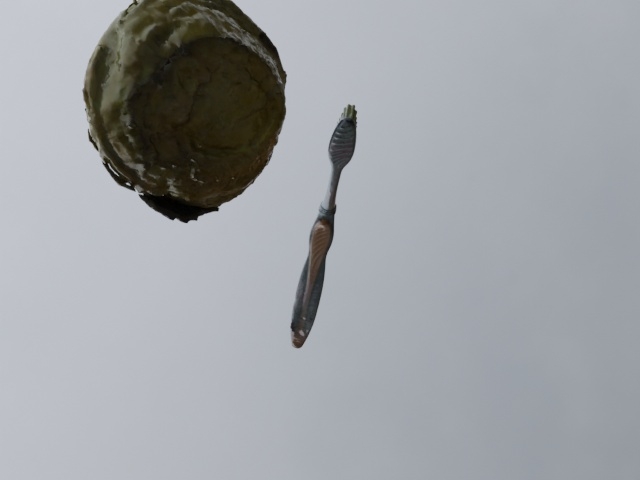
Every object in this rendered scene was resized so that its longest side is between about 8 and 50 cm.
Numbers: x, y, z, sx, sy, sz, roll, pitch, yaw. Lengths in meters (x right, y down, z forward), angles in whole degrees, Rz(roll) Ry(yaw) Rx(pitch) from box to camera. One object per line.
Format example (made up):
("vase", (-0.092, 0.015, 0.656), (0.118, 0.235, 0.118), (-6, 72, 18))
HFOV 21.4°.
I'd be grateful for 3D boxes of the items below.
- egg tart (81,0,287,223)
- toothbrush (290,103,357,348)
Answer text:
("egg tart", (-0.116, -0.138, 1.660), (0.232, 0.098, 0.252), (-27, -63, -29))
("toothbrush", (0.000, 0.000, 1.797), (0.375, 0.028, 0.037), (103, 179, -47))
